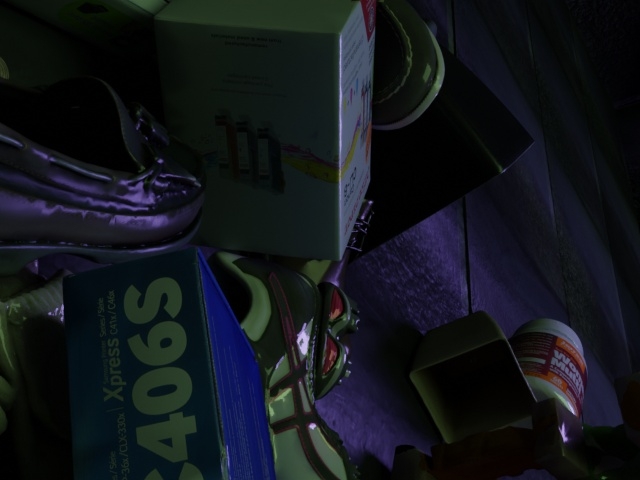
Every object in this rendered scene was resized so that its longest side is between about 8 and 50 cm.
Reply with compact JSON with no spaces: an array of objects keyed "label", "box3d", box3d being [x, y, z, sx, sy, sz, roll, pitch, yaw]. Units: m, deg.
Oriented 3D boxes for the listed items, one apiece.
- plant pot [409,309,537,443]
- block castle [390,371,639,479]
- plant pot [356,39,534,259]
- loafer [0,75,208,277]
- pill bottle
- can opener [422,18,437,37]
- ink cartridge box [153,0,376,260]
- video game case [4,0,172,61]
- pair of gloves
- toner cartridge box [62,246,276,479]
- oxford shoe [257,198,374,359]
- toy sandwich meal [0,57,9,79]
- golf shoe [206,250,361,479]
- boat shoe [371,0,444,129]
[{"label":"plant pot","box3d":[0.164,0.139,1.082,0.109,0.109,0.096,61,14,-24]},{"label":"block castle","box3d":[0.283,0.281,0.808,0.213,0.453,0.302,39,39,-39]},{"label":"plant pot","box3d":[0.078,-0.107,0.981,0.167,0.188,0.187,59,25,-2]},{"label":"loafer","box3d":[-0.133,-0.046,0.522,0.109,0.095,0.302,32,17,15]},{"label":"pill bottle","box3d":[0.273,0.185,1.250,0.121,0.121,0.221,67,25,-10]},{"label":"can opener","box3d":[0.080,-0.203,1.199,0.283,0.076,0.095,-53,154,-62]},{"label":"ink cartridge box","box3d":[-0.033,-0.094,0.712,0.128,0.128,0.176,-67,161,-55]},{"label":"video game case","box3d":[-0.196,-0.280,0.644,0.244,0.061,0.269,19,56,-63]},{"label":"pair of gloves","box3d":[-0.167,0.095,0.472,0.240,0.042,0.204,-16,88,-67]},{"label":"toner cartridge box","box3d":[-0.055,0.195,0.482,0.165,0.075,0.347,72,6,-62]},{"label":"oxford shoe","box3d":[0.000,0.000,0.830,0.083,0.096,0.227,14,63,-64]},{"label":"toy sandwich meal","box3d":[-0.196,-0.089,0.550,0.085,0.029,0.085,45,36,-46]},{"label":"golf shoe","box3d":[-0.044,0.130,0.671,0.120,0.105,0.272,31,39,-31]},{"label":"boat shoe","box3d":[-0.009,-0.205,0.857,0.096,0.112,0.335,26,22,-38]}]
